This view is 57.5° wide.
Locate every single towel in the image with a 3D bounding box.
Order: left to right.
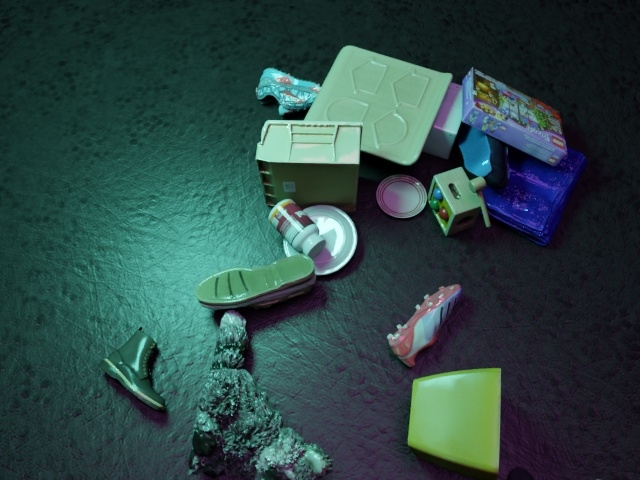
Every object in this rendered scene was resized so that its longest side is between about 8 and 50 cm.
[{"bbox_3d":[0.587,-0.161,1.616,0.227,0.076,0.308,29,68,13],"label":"towel"}]

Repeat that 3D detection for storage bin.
[{"bbox_3d":[-0.024,-0.189,1.538,0.260,0.262,0.123,2,67,2],"label":"storage bin"}]

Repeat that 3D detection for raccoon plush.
[{"bbox_3d":[-0.114,0.369,1.313,0.298,0.216,0.447,9,64,-3],"label":"raccoon plush"}]

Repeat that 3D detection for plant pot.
[{"bbox_3d":[0.297,0.404,1.288,0.187,0.212,0.212,1,63,16],"label":"plant pot"}]

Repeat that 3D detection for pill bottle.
[{"bbox_3d":[-0.058,-0.029,1.510,0.086,0.086,0.152,-38,70,-16],"label":"pill bottle"}]

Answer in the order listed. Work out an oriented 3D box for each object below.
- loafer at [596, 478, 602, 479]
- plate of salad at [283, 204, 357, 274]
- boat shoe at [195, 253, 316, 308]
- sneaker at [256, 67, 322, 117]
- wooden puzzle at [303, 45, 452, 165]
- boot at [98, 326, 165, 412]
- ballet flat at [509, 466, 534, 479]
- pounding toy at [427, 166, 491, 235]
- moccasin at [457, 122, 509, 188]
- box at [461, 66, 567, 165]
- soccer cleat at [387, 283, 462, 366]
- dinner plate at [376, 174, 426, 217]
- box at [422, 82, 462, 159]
[{"bbox_3d":[0.591,0.581,1.277,0.039,0.045,0.125,19,69,17],"label":"loafer"},{"bbox_3d":[0.000,0.000,1.563,0.199,0.048,0.200,-3,70,8],"label":"plate of salad"},{"bbox_3d":[-0.158,0.126,1.469,0.302,0.103,0.113,-11,50,-4],"label":"boat shoe"},{"bbox_3d":[-0.073,-0.416,1.754,0.261,0.104,0.125,24,84,16],"label":"sneaker"},{"bbox_3d":[0.158,-0.374,1.638,0.347,0.081,0.322,19,68,16],"label":"wooden puzzle"},{"bbox_3d":[-0.421,0.308,1.411,0.197,0.077,0.137,34,64,15],"label":"boot"},{"bbox_3d":[0.455,0.595,1.257,0.074,0.074,0.203,-1,64,1],"label":"ballet flat"},{"bbox_3d":[0.360,-0.095,1.516,0.094,0.206,0.181,-19,66,-8],"label":"pounding toy"},{"bbox_3d":[0.458,-0.253,1.626,0.116,0.137,0.342,37,42,-19],"label":"moccasin"},{"bbox_3d":[0.524,-0.339,1.585,0.293,0.057,0.201,23,47,-10],"label":"box"},{"bbox_3d":[0.273,0.206,1.453,0.248,0.083,0.095,-39,99,-21],"label":"soccer cleat"},{"bbox_3d":[0.227,-0.122,1.636,0.141,0.017,0.141,0,65,0],"label":"dinner plate"},{"bbox_3d":[0.360,-0.347,1.679,0.090,0.130,0.171,20,66,9],"label":"box"}]
